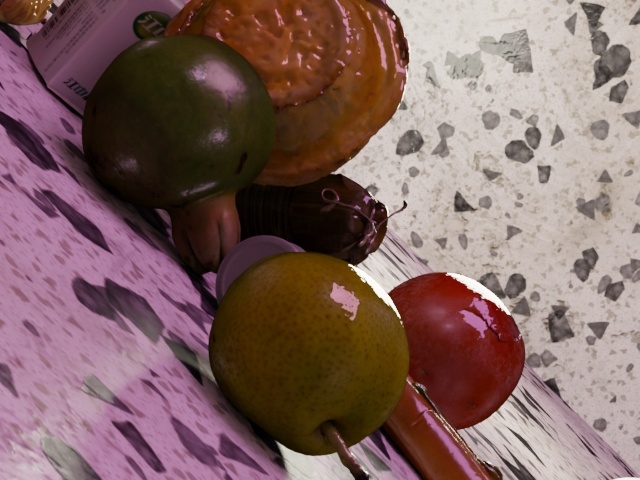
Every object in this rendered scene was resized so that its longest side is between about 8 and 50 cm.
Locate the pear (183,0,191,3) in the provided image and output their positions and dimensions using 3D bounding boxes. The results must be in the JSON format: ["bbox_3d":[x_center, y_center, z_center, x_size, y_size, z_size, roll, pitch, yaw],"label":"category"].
[{"bbox_3d":[-0.222,-0.277,2.157,0.197,0.197,0.197,45,7,-7],"label":"pear"}]

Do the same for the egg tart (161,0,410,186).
[{"bbox_3d":[-0.042,-0.196,1.723,0.288,0.288,0.118,47,-14,15],"label":"egg tart"}]

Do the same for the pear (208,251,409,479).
[{"bbox_3d":[-0.006,0.113,1.340,0.180,0.166,0.216,58,15,-52],"label":"pear"}]

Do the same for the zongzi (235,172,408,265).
[{"bbox_3d":[0.000,0.000,1.824,0.247,0.111,0.241,6,-19,28],"label":"zongzi"}]

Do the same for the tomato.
[{"bbox_3d":[0.161,0.137,2.017,0.208,0.184,0.208,45,8,-8],"label":"tomato"}]

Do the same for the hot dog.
[{"bbox_3d":[0.129,0.226,1.792,0.249,0.068,0.100,49,7,26],"label":"hot dog"}]

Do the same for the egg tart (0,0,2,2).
[{"bbox_3d":[-0.459,-0.423,1.608,0.443,0.178,0.443,43,6,-5],"label":"egg tart"}]

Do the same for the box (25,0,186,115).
[{"bbox_3d":[-0.177,-0.181,1.897,0.333,0.173,0.145,41,5,-31],"label":"box"}]

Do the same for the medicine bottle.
[{"bbox_3d":[-0.032,0.059,1.649,0.105,0.105,0.168,48,7,22],"label":"medicine bottle"}]

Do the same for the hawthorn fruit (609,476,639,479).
[{"bbox_3d":[0.380,0.357,1.892,0.196,0.225,0.196,48,-6,7],"label":"hawthorn fruit"}]

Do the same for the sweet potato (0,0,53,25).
[{"bbox_3d":[-0.432,-0.403,1.911,0.337,0.131,0.131,50,8,22],"label":"sweet potato"}]

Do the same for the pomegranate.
[{"bbox_3d":[-0.162,-0.090,1.620,0.190,0.241,0.159,24,30,31],"label":"pomegranate"}]
